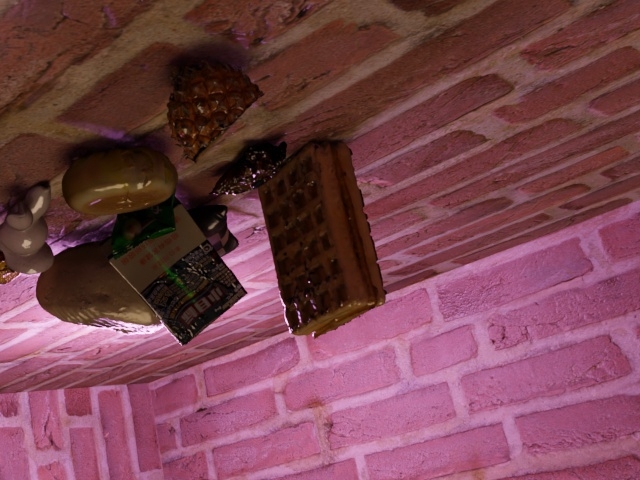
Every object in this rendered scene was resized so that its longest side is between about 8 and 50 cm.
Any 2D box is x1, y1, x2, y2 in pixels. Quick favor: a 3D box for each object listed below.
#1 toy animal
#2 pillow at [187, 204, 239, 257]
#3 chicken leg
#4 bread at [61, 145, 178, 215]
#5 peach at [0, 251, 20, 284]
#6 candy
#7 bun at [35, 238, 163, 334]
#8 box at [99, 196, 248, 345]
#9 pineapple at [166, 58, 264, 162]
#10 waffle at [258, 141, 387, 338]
[{"bbox_3d":[-0.609,-0.040,1.571,0.104,0.131,0.220,-35,155,-40],"label":"toy animal"},{"bbox_3d":[-0.299,-0.012,1.864,0.186,0.106,0.250,-17,160,-7],"label":"pillow"},{"bbox_3d":[-0.145,-0.147,1.604,0.105,0.063,0.234,3,159,-32],"label":"chicken leg"},{"bbox_3d":[-0.378,-0.115,1.454,0.213,0.104,0.213,-15,167,-4],"label":"bread"},{"bbox_3d":[-0.753,0.056,1.820,0.098,0.061,0.098,-28,154,-15],"label":"peach"},{"bbox_3d":[-0.361,-0.048,1.576,0.141,0.203,0.078,-8,130,-2],"label":"candy"},{"bbox_3d":[-0.528,0.110,1.899,0.362,0.234,0.326,-6,166,44],"label":"bun"},{"bbox_3d":[-0.325,0.068,1.728,0.198,0.084,0.310,-40,128,-11],"label":"box"},{"bbox_3d":[-0.191,-0.224,1.209,0.161,0.137,0.176,-49,-171,-19],"label":"pineapple"},{"bbox_3d":[0.000,0.000,1.661,0.114,0.376,0.261,1,157,-38],"label":"waffle"}]
